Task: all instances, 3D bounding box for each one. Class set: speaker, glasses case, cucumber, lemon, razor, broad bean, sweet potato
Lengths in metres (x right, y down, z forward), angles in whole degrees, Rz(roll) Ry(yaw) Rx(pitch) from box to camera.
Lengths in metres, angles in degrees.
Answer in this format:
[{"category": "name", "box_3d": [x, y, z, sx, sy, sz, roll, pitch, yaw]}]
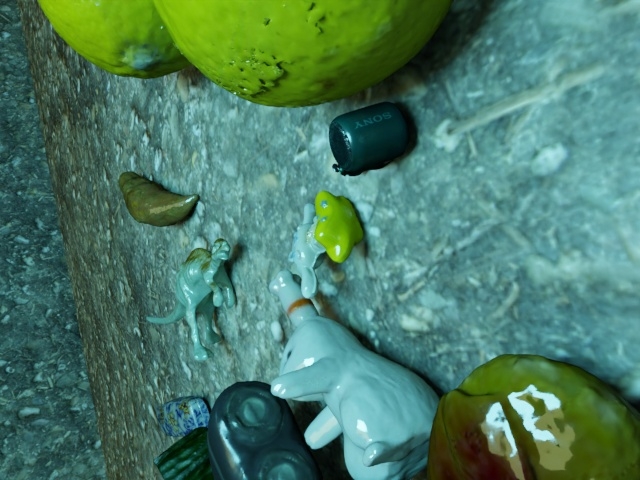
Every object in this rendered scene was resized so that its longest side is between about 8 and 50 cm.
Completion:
[{"category": "speaker", "box_3d": [0.049, -0.095, 0.461, 0.094, 0.075, 0.060, 88, 156, -50]}, {"category": "glasses case", "box_3d": [-0.336, 0.425, 1.045, 0.248, 0.065, 0.087, -28, 83, 48]}, {"category": "cucumber", "box_3d": [-0.239, 0.505, 0.889, 0.191, 0.130, 0.191, 30, 132, 40]}, {"category": "lemon", "box_3d": [-0.014, -0.247, 0.362, 0.310, 0.258, 0.257, 12, 107, 48]}, {"category": "lemon", "box_3d": [-0.289, -0.392, 0.663, 0.293, 0.293, 0.293, 14, 108, 49]}, {"category": "razor", "box_3d": [-0.080, 0.354, 0.613, 0.204, 0.113, 0.349, 50, 149, 36]}, {"category": "broad bean", "box_3d": [0.160, 0.188, 0.342, 0.156, 0.122, 0.228, 28, 120, 43]}, {"category": "sweet potato", "box_3d": [-0.395, -0.091, 0.984, 0.355, 0.095, 0.106, 19, 72, 44]}]

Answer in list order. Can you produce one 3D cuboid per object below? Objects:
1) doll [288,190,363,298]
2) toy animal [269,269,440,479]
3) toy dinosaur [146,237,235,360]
[{"category": "doll", "box_3d": [0.000, -0.006, 0.543, 0.113, 0.071, 0.135, -53, 31, 20]}, {"category": "toy animal", "box_3d": [0.008, 0.161, 0.505, 0.282, 0.138, 0.140, 31, 144, 38]}, {"category": "toy dinosaur", "box_3d": [-0.247, 0.125, 0.856, 0.393, 0.092, 0.205, -20, 82, 52]}]
